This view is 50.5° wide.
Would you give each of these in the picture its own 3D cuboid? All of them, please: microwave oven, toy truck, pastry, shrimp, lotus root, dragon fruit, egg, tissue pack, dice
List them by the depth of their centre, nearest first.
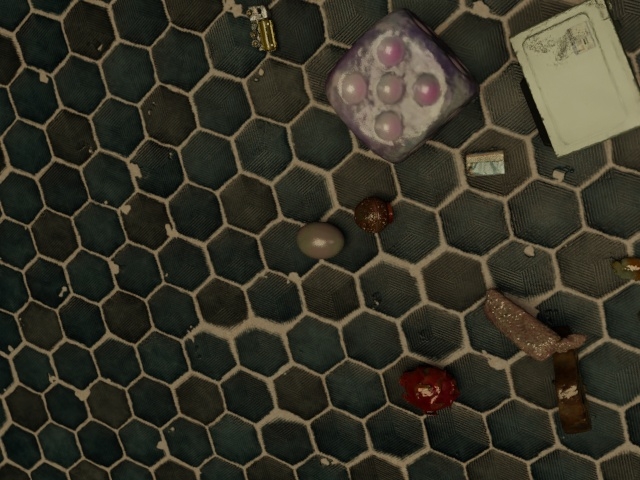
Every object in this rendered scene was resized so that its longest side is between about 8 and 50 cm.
[{"bbox_3d":[0.582,-0.365,1.533,0.238,0.181,0.295,-22,95,24],"label":"microwave oven"},{"bbox_3d":[0.195,-0.363,1.614,0.270,0.270,0.271,-42,87,23],"label":"dice"},{"bbox_3d":[0.779,0.123,1.661,0.161,0.049,0.165,13,114,14],"label":"shrimp"},{"bbox_3d":[0.412,-0.194,1.688,0.095,0.074,0.058,-2,105,22],"label":"tissue pack"},{"bbox_3d":[0.516,0.221,1.700,0.265,0.103,0.112,31,93,37],"label":"pastry"},{"bbox_3d":[0.625,0.367,1.708,0.075,0.170,0.260,-9,105,24],"label":"lotus root"},{"bbox_3d":[-0.152,-0.561,1.802,0.063,0.052,0.123,-7,101,16],"label":"toy truck"},{"bbox_3d":[0.289,0.401,1.841,0.166,0.133,0.136,18,99,25],"label":"dragon fruit"},{"bbox_3d":[0.000,0.000,1.855,0.135,0.103,0.103,7,105,15],"label":"egg"}]

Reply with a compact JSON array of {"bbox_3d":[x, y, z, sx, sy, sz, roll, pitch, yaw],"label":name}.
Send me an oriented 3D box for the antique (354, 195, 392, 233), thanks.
[{"bbox_3d":[0.137,-0.067,1.796,0.104,0.104,0.104,4,104,18],"label":"antique"}]
